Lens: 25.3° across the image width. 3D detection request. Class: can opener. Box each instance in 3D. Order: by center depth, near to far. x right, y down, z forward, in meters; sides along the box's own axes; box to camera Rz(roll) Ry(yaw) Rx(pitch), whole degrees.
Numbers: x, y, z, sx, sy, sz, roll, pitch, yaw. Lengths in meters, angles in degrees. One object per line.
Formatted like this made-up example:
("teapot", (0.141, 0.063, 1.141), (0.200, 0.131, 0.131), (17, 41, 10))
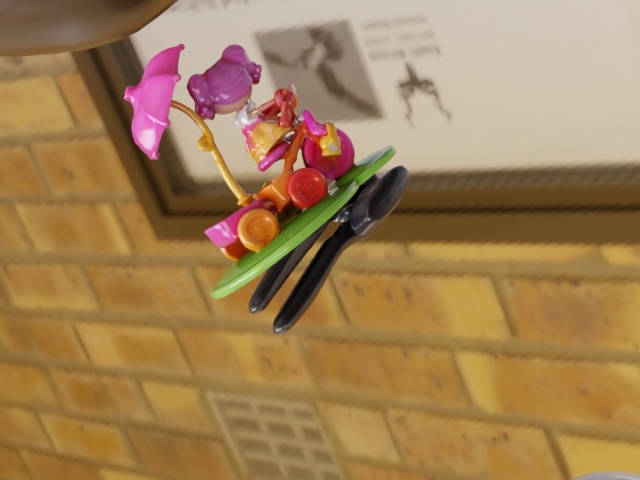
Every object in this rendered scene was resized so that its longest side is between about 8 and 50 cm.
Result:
("can opener", (0.000, 0.000, 1.139), (0.186, 0.059, 0.073), (-47, 176, -34))

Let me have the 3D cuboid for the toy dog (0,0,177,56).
("toy dog", (-0.152, -0.212, 0.383), (0.408, 0.285, 0.395), (24, -145, 39))

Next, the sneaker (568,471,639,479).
("sneaker", (0.230, 0.282, 0.713), (0.135, 0.366, 0.150), (-38, 179, 13))

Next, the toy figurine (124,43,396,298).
("toy figurine", (-0.056, -0.074, 0.996), (0.173, 0.159, 0.130), (-40, -173, -22))
